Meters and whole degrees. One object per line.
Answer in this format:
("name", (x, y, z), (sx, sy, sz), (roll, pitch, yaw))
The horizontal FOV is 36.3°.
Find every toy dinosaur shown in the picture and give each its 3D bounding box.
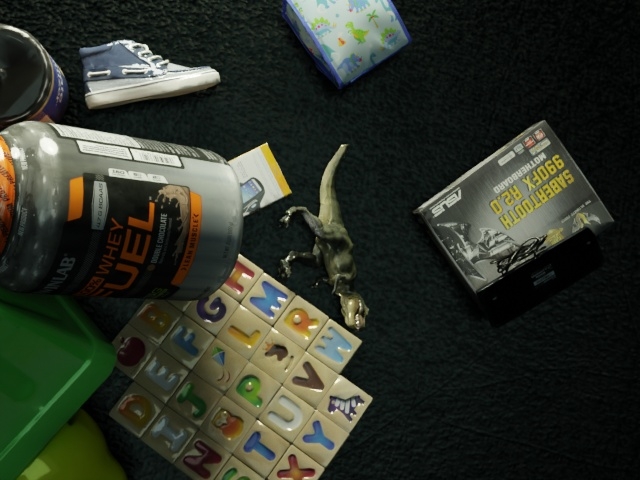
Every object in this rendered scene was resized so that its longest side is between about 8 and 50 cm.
("toy dinosaur", (0.000, 0.000, 1.382), (0.118, 0.064, 0.268), (-5, 86, -26))

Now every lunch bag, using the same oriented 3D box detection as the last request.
("lunch bag", (0.037, -0.305, 1.376), (0.128, 0.096, 0.151), (-35, 83, -6))

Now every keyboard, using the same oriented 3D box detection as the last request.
("keyboard", (0.304, 0.037, 1.380), (0.192, 0.038, 0.100), (-30, 116, -7))

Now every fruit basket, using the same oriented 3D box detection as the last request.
("fruit basket", (-0.413, 0.243, 1.273), (0.392, 0.283, 0.392), (-21, 129, -29))

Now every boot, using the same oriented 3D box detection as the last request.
("boot", (-0.239, -0.241, 1.356), (0.189, 0.069, 0.086), (-10, 93, -5))

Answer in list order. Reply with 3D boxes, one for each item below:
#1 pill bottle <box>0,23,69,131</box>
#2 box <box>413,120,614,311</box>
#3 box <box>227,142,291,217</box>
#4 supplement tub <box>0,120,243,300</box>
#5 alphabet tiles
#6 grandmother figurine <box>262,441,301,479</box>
("pill bottle", (-0.393, -0.196, 1.264), (0.122, 0.219, 0.123), (0, 89, -6))
("box", (0.278, -0.034, 1.416), (0.231, 0.056, 0.183), (-35, 92, -6))
("box", (-0.119, -0.072, 1.389), (0.136, 0.028, 0.081), (-26, 92, -4))
("supplement tub", (-0.281, -0.033, 1.214), (0.337, 0.207, 0.207), (5, 88, -39))
("alphabet tiles", (-0.115, 0.188, 1.337), (0.342, 0.011, 0.285), (34, 78, 11))
("grandmother figurine", (-0.083, 0.436, 1.348), (0.207, 0.104, 0.343), (14, 90, -14))
